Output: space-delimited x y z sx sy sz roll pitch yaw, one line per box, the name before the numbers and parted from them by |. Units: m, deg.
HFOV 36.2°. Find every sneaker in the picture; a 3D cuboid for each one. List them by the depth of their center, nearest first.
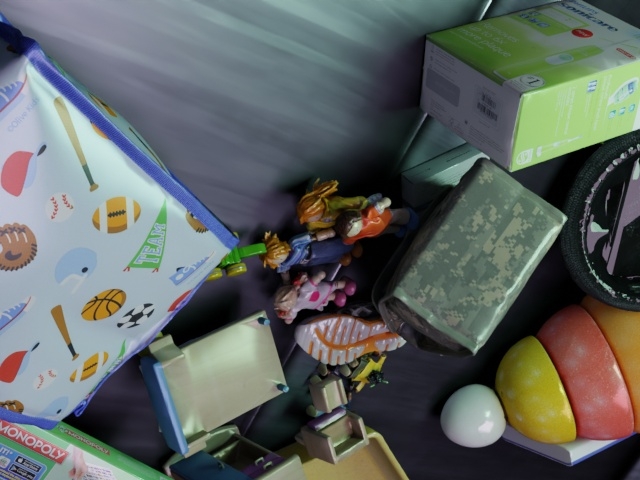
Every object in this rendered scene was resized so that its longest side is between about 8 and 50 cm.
sneaker | 0.042 0.136 1.524 0.215 0.083 0.084 1 116 -39

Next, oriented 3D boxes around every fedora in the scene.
fedora | 0.561 -0.049 1.706 0.334 0.152 0.334 1 104 3

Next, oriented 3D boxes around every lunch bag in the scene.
lunch bag | -0.309 0.000 1.041 0.328 0.239 0.385 -46 131 -1
lunch bag | 0.196 0.038 1.413 0.235 0.169 0.287 -54 177 -10

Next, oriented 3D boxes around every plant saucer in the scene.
plant saucer | -0.015 0.437 1.673 0.333 0.081 0.333 -25 138 4

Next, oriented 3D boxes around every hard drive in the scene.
hard drive | 0.559 0.363 2.020 0.319 0.210 0.040 -17 103 -27

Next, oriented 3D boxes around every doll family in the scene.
doll family | 0.000 0.000 1.390 0.163 0.118 0.263 -2 141 -44
doll family | 0.051 0.235 1.626 0.193 0.076 0.111 -48 142 11

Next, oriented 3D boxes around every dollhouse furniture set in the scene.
dollhouse furniture set | -0.128 0.213 1.450 0.286 0.198 0.303 -26 110 -29

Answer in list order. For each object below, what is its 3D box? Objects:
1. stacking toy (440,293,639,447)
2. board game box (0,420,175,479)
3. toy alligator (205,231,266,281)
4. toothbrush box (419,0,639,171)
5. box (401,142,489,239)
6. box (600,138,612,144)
stacking toy | 0.453 0.265 1.844 0.480 0.350 0.350 -19 134 -3
board game box | -0.366 0.352 1.310 0.317 0.046 0.213 34 98 -21
toy alligator | -0.163 0.029 1.313 0.189 0.056 0.051 -11 169 -31
toothbrush box | 0.313 -0.225 1.366 0.283 0.206 0.122 -17 130 -26
box | 0.197 -0.051 1.537 0.145 0.038 0.186 -25 135 -21
box | 0.509 -0.238 1.630 0.178 0.042 0.109 -30 135 -17
